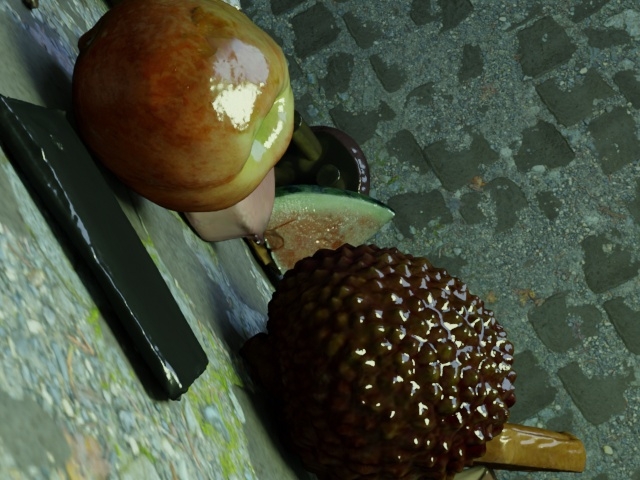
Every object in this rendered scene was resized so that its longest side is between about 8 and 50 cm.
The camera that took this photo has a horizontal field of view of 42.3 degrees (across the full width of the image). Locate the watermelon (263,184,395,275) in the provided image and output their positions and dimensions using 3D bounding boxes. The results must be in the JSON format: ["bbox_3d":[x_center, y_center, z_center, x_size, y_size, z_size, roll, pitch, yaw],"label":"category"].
[{"bbox_3d":[0.000,0.000,1.503,0.213,0.261,0.201,-110,-159,-88],"label":"watermelon"}]

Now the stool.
[{"bbox_3d":[-0.044,-0.129,1.762,0.272,0.272,0.178,62,18,18],"label":"stool"}]

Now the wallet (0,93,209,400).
[{"bbox_3d":[-0.181,0.004,0.711,0.285,0.030,0.146,59,1,-3],"label":"wallet"}]

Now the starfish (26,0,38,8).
[{"bbox_3d":[-0.343,-0.394,0.989,0.295,0.048,0.231,-99,-170,-47],"label":"starfish"}]

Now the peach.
[{"bbox_3d":[-0.159,-0.156,0.871,0.256,0.232,0.232,23,-5,14],"label":"peach"}]

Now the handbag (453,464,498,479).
[{"bbox_3d":[0.194,0.435,1.133,0.251,0.193,0.190,63,0,19],"label":"handbag"}]

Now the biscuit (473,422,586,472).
[{"bbox_3d":[0.204,0.314,1.273,0.455,0.350,0.078,101,-10,-74],"label":"biscuit"}]

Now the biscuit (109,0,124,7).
[{"bbox_3d":[-0.367,-0.463,1.489,0.301,0.049,0.197,59,2,-10],"label":"biscuit"}]

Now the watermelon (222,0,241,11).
[{"bbox_3d":[-0.269,-0.496,1.411,0.224,0.180,0.305,-90,157,-74],"label":"watermelon"}]

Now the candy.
[{"bbox_3d":[-0.136,-0.113,1.154,0.255,0.094,0.255,-9,90,-78],"label":"candy"}]

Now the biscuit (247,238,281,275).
[{"bbox_3d":[-0.128,-0.033,1.493,0.250,0.035,0.162,63,-1,-29],"label":"biscuit"}]

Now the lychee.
[{"bbox_3d":[0.068,0.146,1.000,0.306,0.330,0.306,179,-90,-84],"label":"lychee"}]
